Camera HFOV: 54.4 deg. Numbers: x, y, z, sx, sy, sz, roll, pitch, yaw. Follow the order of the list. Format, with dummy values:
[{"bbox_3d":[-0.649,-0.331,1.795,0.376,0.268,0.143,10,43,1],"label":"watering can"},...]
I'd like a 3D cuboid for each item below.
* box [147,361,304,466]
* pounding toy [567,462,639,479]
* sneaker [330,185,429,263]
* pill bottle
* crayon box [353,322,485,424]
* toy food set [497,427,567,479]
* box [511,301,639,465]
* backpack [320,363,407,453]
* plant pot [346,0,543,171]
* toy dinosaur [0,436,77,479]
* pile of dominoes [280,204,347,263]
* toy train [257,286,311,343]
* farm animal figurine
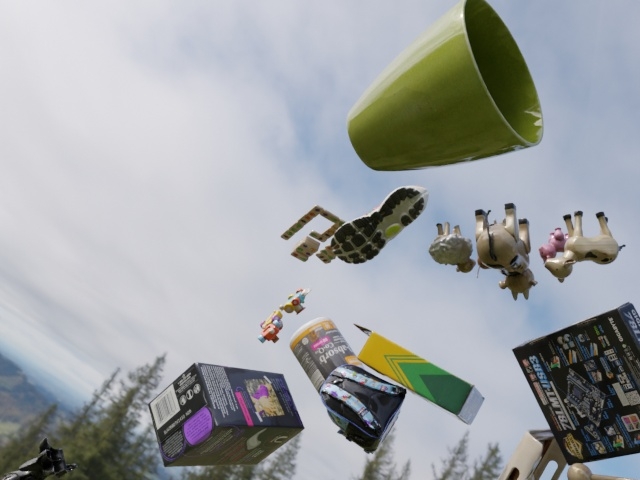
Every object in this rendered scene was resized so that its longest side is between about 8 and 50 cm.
[{"bbox_3d":[-0.191,0.365,1.293,0.270,0.165,0.143,24,31,-50],"label":"box"},{"bbox_3d":[0.586,0.603,1.292,0.183,0.110,0.237,2,-81,43],"label":"pounding toy"},{"bbox_3d":[0.150,-0.036,1.493,0.279,0.118,0.107,-33,-92,26],"label":"sneaker"},{"bbox_3d":[0.036,0.383,1.887,0.278,0.162,0.162,53,-14,27],"label":"pill bottle"},{"bbox_3d":[0.221,0.320,1.495,0.318,0.081,0.202,26,-10,29],"label":"crayon box"},{"bbox_3d":[0.484,0.546,1.413,0.092,0.220,0.306,31,6,36],"label":"toy food set"},{"bbox_3d":[0.610,0.323,1.370,0.293,0.073,0.296,-40,-112,48],"label":"box"},{"bbox_3d":[0.086,0.375,1.417,0.173,0.158,0.117,27,-43,18],"label":"backpack"},{"bbox_3d":[0.202,-0.240,1.126,0.293,0.275,0.275,-22,-55,37],"label":"plant pot"},{"bbox_3d":[-0.468,0.402,0.900,0.322,0.218,0.164,-163,-129,-78],"label":"toy dinosaur"},{"bbox_3d":[0.000,0.000,1.952,0.196,0.040,0.251,29,-36,-18],"label":"pile of dominoes"},{"bbox_3d":[-0.077,0.176,1.412,0.046,0.166,0.125,50,-19,-10],"label":"toy train"},{"bbox_3d":[0.456,0.037,1.388,0.326,0.172,0.330,18,-26,-35],"label":"farm animal figurine"}]
